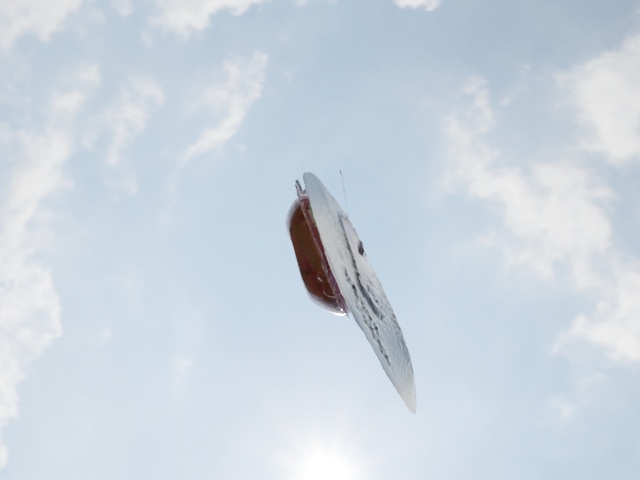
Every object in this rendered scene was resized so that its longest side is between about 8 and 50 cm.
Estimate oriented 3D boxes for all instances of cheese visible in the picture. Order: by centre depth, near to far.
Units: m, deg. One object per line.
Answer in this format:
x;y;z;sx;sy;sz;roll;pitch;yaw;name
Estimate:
0.000;0.000;0.938;0.062;0.244;0.155;-21;-68;1;cheese

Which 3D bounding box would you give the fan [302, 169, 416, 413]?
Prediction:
0.027;0.000;0.653;0.010;0.310;0.182;-24;-65;9;fan
